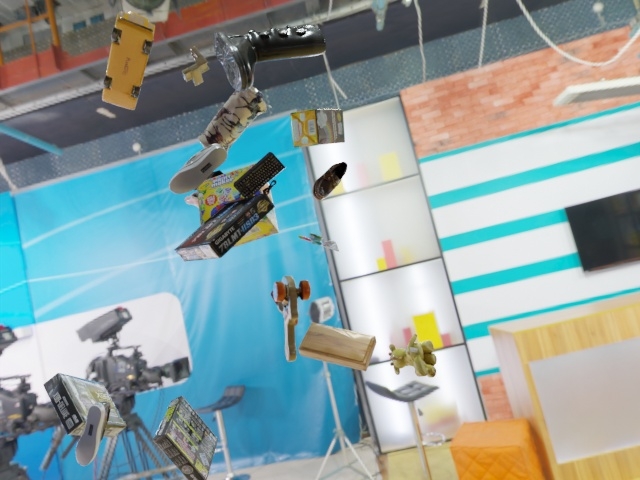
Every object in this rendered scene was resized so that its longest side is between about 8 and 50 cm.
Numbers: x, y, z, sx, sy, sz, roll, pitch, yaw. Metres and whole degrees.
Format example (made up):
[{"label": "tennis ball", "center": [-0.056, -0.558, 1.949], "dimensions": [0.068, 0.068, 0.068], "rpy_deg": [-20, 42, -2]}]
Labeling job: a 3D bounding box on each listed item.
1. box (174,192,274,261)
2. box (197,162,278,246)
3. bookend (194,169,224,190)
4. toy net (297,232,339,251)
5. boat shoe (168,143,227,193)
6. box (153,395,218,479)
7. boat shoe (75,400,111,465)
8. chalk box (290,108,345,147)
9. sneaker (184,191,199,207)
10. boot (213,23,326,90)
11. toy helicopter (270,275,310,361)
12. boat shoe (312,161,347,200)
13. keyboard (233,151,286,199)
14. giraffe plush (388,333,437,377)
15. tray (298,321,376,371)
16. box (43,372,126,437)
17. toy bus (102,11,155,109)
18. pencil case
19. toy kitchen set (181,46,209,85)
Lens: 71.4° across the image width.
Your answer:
[{"label": "box", "center": [-0.351, -0.046, 1.616], "dimensions": [0.293, 0.073, 0.295], "rpy_deg": [-4, 36, 49]}, {"label": "box", "center": [-0.366, -0.143, 1.961], "dimensions": [0.289, 0.279, 0.177], "rpy_deg": [-18, -30, 6]}, {"label": "bookend", "center": [-0.542, -0.275, 2.241], "dimensions": [0.156, 0.072, 0.157], "rpy_deg": [-23, 41, -27]}, {"label": "toy net", "center": [0.000, 0.000, 1.982], "dimensions": [0.122, 0.045, 0.232], "rpy_deg": [24, -5, -37]}, {"label": "boat shoe", "center": [-0.495, -0.293, 1.777], "dimensions": [0.267, 0.088, 0.096], "rpy_deg": [-42, -47, 0]}, {"label": "box", "center": [-0.524, 0.787, 1.759], "dimensions": [0.060, 0.270, 0.216], "rpy_deg": [-28, 19, 10]}, {"label": "boat shoe", "center": [-0.802, 0.682, 1.588], "dimensions": [0.080, 0.229, 0.076], "rpy_deg": [13, 2, 15]}, {"label": "chalk box", "center": [0.006, -0.435, 1.720], "dimensions": [0.132, 0.133, 0.213], "rpy_deg": [4, 14, 40]}, {"label": "sneaker", "center": [-0.600, -0.203, 2.105], "dimensions": [0.134, 0.070, 0.051], "rpy_deg": [22, 49, 35]}, {"label": "boot", "center": [-0.181, -0.777, 1.860], "dimensions": [0.445, 0.367, 0.146], "rpy_deg": [-13, -35, -22]}, {"label": "toy helicopter", "center": [-0.138, 0.325, 1.868], "dimensions": [0.140, 0.355, 0.235], "rpy_deg": [-1, -2, -20]}, {"label": "boat shoe", "center": [0.039, -0.236, 1.712], "dimensions": [0.073, 0.073, 0.207], "rpy_deg": [-24, 27, 47]}, {"label": "keyboard", "center": [-0.200, -0.209, 1.528], "dimensions": [0.180, 0.108, 0.023], "rpy_deg": [-38, 26, 14]}, {"label": "giraffe plush", "center": [0.399, 0.531, 2.005], "dimensions": [0.210, 0.181, 0.170], "rpy_deg": [36, -42, -29]}, {"label": "tray", "center": [0.098, 0.610, 2.585], "dimensions": [0.410, 0.076, 0.203], "rpy_deg": [6, 43, 25]}, {"label": "box", "center": [-0.956, 0.680, 1.821], "dimensions": [0.076, 0.242, 0.307], "rpy_deg": [-40, -26, -10]}, {"label": "toy bus", "center": [-0.599, -0.559, 1.388], "dimensions": [0.108, 0.130, 0.333], "rpy_deg": [14, -37, -26]}, {"label": "pencil case", "center": [-0.448, -0.605, 2.287], "dimensions": [0.410, 0.183, 0.160], "rpy_deg": [-49, -4, 4]}, {"label": "toy kitchen set", "center": [-0.397, -0.533, 1.376], "dimensions": [0.083, 0.075, 0.068], "rpy_deg": [-36, -13, -15]}]
